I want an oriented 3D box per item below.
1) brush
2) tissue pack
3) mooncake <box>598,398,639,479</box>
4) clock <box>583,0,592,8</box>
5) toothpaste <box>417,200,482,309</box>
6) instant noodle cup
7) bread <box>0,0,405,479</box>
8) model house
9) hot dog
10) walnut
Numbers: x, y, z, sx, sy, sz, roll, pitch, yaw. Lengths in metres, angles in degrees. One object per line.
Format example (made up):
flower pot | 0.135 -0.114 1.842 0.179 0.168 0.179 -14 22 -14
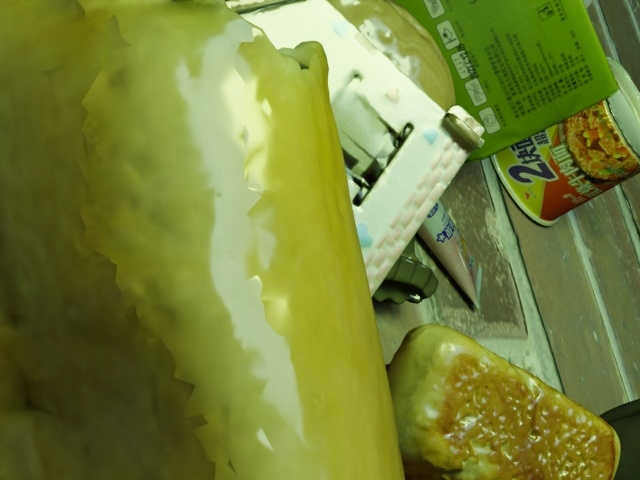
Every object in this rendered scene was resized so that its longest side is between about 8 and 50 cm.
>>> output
brush | 0.000 0.000 0.891 0.301 0.071 0.084 17 45 -48
tissue pack | 0.189 -0.265 1.129 0.275 0.200 0.167 59 11 -25
mooncake | 0.408 0.311 1.193 0.245 0.133 0.245 31 46 -40
clock | 0.259 -0.408 1.320 0.322 0.113 0.296 -25 113 -42
toothpaste | 0.135 -0.007 1.104 0.194 0.043 0.067 51 33 -31
instant noodle cup | 0.354 -0.147 1.362 0.213 0.174 0.213 31 47 -40
bread | -0.140 0.120 0.434 0.250 0.361 0.394 21 57 -86
model house | -0.074 -0.034 0.677 0.244 0.169 0.326 42 73 -20
hot dog | 0.137 0.170 0.890 0.256 0.153 0.150 32 75 -26
walnut | 0.010 -0.136 0.871 0.245 0.198 0.198 35 41 -10
